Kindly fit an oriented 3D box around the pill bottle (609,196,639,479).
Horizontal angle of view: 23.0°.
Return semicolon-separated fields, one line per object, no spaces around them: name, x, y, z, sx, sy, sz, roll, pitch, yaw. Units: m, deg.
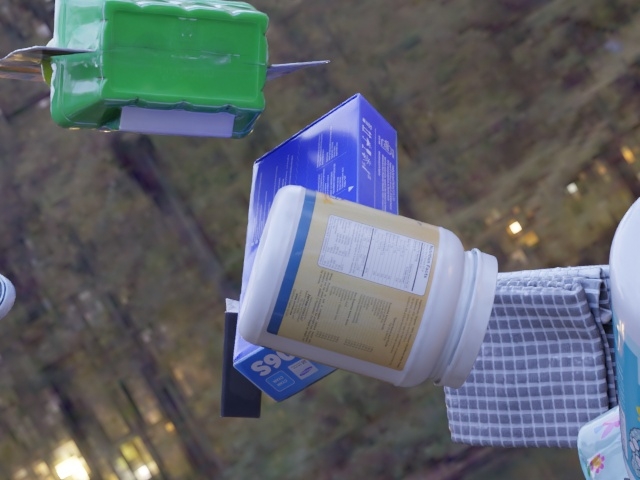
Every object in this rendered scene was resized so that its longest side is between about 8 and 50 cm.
pill bottle;0.253;0.088;0.949;0.146;0.146;0.264;-30;-42;-12

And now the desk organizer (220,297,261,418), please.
desk organizer;-0.090;0.135;1.812;0.047;0.130;0.050;2;19;-5

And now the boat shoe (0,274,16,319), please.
boat shoe;-0.433;0.042;1.816;0.083;0.183;0.065;40;-106;-46

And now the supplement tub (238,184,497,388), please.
supplement tub;0.040;0.044;1.371;0.144;0.200;0.144;-164;90;-85

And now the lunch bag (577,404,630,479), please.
lunch bag;0.415;0.300;1.739;0.224;0.279;0.108;12;-43;-37

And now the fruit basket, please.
fruit basket;-0.204;-0.182;1.796;0.327;0.165;0.353;2;-6;-24

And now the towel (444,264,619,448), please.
towel;0.283;0.158;2.092;0.284;0.235;0.121;-5;3;45

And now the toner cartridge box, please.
toner cartridge box;0.000;0.000;1.705;0.165;0.075;0.348;-33;31;26

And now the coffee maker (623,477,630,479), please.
coffee maker;0.362;0.334;1.487;0.178;0.171;0.120;-84;1;-48
